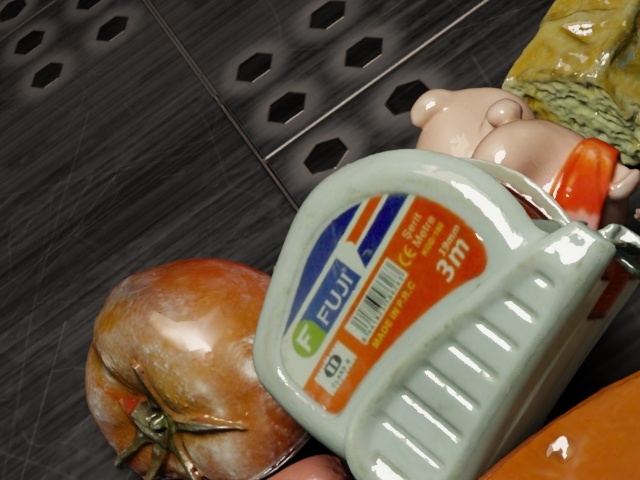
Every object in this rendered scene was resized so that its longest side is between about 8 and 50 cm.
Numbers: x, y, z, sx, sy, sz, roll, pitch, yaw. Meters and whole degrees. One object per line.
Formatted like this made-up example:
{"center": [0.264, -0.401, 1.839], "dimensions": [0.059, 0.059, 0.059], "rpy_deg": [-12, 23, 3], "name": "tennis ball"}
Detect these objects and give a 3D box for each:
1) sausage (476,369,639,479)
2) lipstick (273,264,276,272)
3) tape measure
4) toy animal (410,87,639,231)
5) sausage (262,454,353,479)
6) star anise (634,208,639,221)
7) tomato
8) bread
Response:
{"center": [0.197, 0.176, 0.906], "dimensions": [0.268, 0.141, 0.153], "rpy_deg": [-34, 40, 0], "name": "sausage"}
{"center": [0.000, 0.000, 1.300], "dimensions": [0.116, 0.037, 0.037], "rpy_deg": [-37, 40, 5], "name": "lipstick"}
{"center": [0.086, 0.053, 1.005], "dimensions": [0.246, 0.125, 0.243], "rpy_deg": [39, 107, 29], "name": "tape measure"}
{"center": [0.156, -0.027, 1.121], "dimensions": [0.171, 0.171, 0.198], "rpy_deg": [-40, 40, -6], "name": "toy animal"}
{"center": [-0.042, 0.218, 1.092], "dimensions": [0.154, 0.062, 0.062], "rpy_deg": [-29, 40, 9], "name": "sausage"}
{"center": [0.303, -0.003, 1.031], "dimensions": [0.182, 0.065, 0.195], "rpy_deg": [-26, 70, -19], "name": "star anise"}
{"center": [-0.106, 0.094, 1.155], "dimensions": [0.214, 0.155, 0.181], "rpy_deg": [-9, 29, 45], "name": "tomato"}
{"center": [0.281, -0.191, 1.216], "dimensions": [0.152, 0.130, 0.267], "rpy_deg": [32, 67, 6], "name": "bread"}
